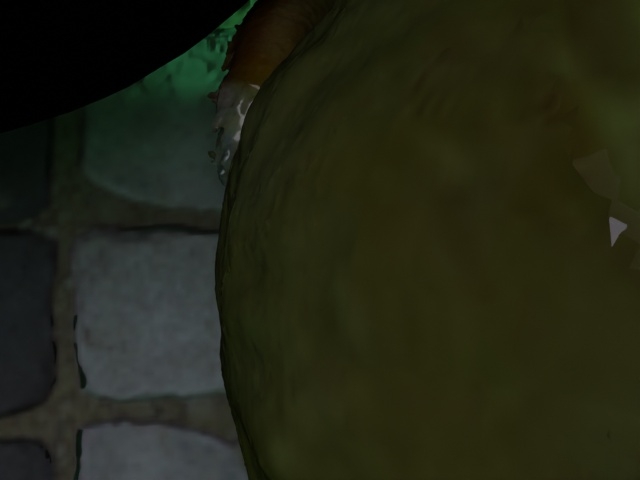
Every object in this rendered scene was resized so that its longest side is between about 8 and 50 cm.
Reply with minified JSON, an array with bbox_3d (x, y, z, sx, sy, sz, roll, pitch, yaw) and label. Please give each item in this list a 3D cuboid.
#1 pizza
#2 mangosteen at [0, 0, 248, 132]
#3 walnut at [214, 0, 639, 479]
[{"bbox_3d":[0.000,0.000,0.665,0.052,0.185,0.195,3,109,13],"label":"pizza"},{"bbox_3d":[-0.175,-0.230,0.597,0.382,0.435,0.382,-21,46,23],"label":"mangosteen"},{"bbox_3d":[0.133,0.047,0.502,0.383,0.383,0.384,-2,76,9],"label":"walnut"}]
